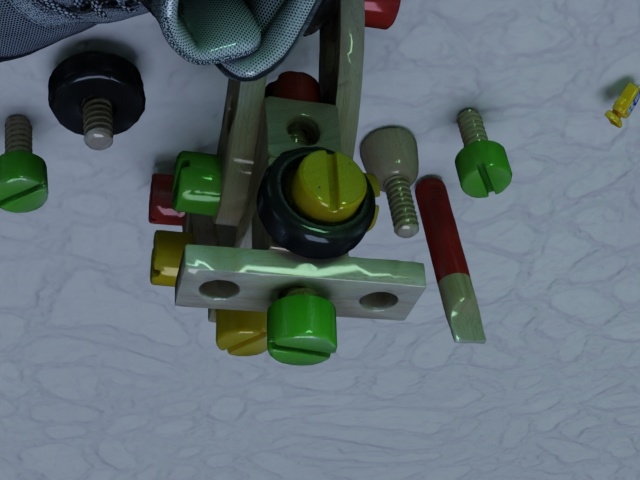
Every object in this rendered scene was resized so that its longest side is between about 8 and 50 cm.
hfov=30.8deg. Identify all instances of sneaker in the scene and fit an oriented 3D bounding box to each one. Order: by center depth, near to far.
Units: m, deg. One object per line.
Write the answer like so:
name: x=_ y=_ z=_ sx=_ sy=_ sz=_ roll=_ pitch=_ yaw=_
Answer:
sneaker: x=-0.095 y=-0.133 z=0.560 sx=0.268 sy=0.153 sz=0.101 roll=-28 pitch=140 yaw=22

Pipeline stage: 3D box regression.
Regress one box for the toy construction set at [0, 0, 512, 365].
toy construction set: x=0.000 y=0.000 z=0.690 sx=0.309 sy=0.237 sz=0.257 roll=21 pitch=133 yaw=-36

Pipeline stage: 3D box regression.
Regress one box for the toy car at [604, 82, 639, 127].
toy car: x=0.253 y=-0.072 z=0.812 sx=0.122 sy=0.060 sz=0.040 roll=27 pitch=98 yaw=-48
